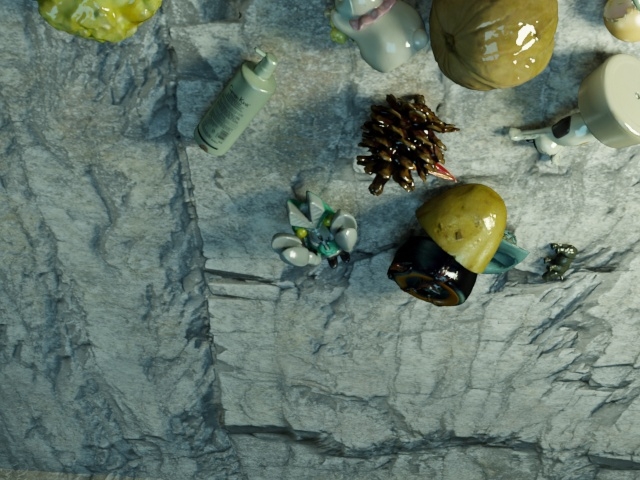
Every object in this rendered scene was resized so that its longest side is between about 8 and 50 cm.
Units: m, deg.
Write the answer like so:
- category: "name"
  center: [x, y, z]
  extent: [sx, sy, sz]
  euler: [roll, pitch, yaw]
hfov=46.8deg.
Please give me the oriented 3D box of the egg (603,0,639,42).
- category: "egg"
  center: [0.548, -0.393, 1.309]
  extent: [0.096, 0.080, 0.080]
  euler: [20, 138, -38]

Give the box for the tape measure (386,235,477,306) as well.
- category: "tape measure"
  center: [0.268, 0.078, 1.774]
  extent: [0.202, 0.135, 0.223]
  euler: [25, 163, 0]

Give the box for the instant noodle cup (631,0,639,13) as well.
- category: "instant noodle cup"
  center: [0.525, -0.452, 1.145]
  extent: [0.193, 0.212, 0.193]
  euler: [4, 138, 3]

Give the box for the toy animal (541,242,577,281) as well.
- category: "toy animal"
  center: [0.586, 0.059, 1.827]
  extent: [0.065, 0.047, 0.135]
  euler: [4, 133, -10]

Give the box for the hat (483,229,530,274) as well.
- category: "hat"
  center: [0.424, 0.016, 1.781]
  extent: [0.138, 0.077, 0.191]
  euler: [29, 153, -13]

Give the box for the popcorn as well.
- category: "popcorn"
  center: [-0.385, -0.454, 1.273]
  extent: [0.256, 0.194, 0.255]
  euler: [-4, 147, 12]

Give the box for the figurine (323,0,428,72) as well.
- category: "figurine"
  center: [0.074, -0.417, 1.303]
  extent: [0.235, 0.127, 0.155]
  euler: [48, 167, -20]

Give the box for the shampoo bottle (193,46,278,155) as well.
- category: "shampoo bottle"
  center: [-0.164, -0.282, 1.506]
  extent: [0.085, 0.085, 0.262]
  euler: [27, 133, -22]

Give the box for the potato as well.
- category: "potato"
  center: [0.335, -0.052, 1.656]
  extent: [0.178, 0.203, 0.158]
  euler: [12, 122, -46]

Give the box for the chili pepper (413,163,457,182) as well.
- category: "chili pepper"
  center: [0.229, -0.168, 1.629]
  extent: [0.178, 0.027, 0.045]
  euler: [20, 140, -15]

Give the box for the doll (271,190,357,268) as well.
- category: "doll"
  center: [0.015, -0.012, 1.745]
  extent: [0.258, 0.153, 0.195]
  euler: [19, 126, -40]

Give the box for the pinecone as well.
- category: "pinecone"
  center: [0.165, -0.188, 1.508]
  extent: [0.186, 0.168, 0.212]
  euler: [27, 118, 6]

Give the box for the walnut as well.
- category: "walnut"
  center: [0.300, -0.367, 1.273]
  extent: [0.228, 0.227, 0.228]
  euler: [3, 138, 3]

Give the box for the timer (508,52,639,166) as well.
- category: "timer"
  center: [0.519, -0.231, 1.466]
  extent: [0.175, 0.175, 0.266]
  euler: [26, 153, -21]
